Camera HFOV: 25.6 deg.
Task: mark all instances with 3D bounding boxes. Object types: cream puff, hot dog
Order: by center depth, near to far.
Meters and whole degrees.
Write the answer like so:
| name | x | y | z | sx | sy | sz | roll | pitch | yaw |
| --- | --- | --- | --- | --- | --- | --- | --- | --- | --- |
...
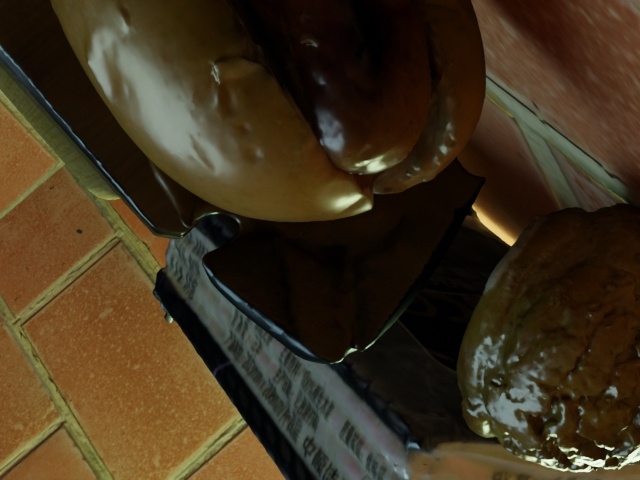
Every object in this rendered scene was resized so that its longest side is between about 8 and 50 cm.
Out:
| name | x | y | z | sx | sy | sz | roll | pitch | yaw |
| --- | --- | --- | --- | --- | --- | --- | --- | --- | --- |
| hot dog | -0.046 | -0.119 | 0.545 | 0.326 | 0.194 | 0.107 | 44 | 156 | -3 |
| cream puff | 0.127 | 0.049 | 0.646 | 0.103 | 0.126 | 0.144 | 31 | 179 | 23 |

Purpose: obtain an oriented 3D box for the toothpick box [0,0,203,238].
| name | x | y | z | sx | sy | sz | roll | pitch | yaw |
| --- | --- | --- | --- | --- | --- | --- | --- | --- | --- |
| toothpick box | -0.113 | -0.124 | 0.892 | 0.187 | 0.190 | 0.308 | 48 | 167 | -11 |

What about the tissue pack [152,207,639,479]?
| name | x | y | z | sx | sy | sz | roll | pitch | yaw |
| --- | --- | --- | --- | --- | --- | --- | --- | --- | --- |
| tissue pack | 0.071 | 0.080 | 0.880 | 0.259 | 0.122 | 0.361 | 6 | -160 | -27 |
